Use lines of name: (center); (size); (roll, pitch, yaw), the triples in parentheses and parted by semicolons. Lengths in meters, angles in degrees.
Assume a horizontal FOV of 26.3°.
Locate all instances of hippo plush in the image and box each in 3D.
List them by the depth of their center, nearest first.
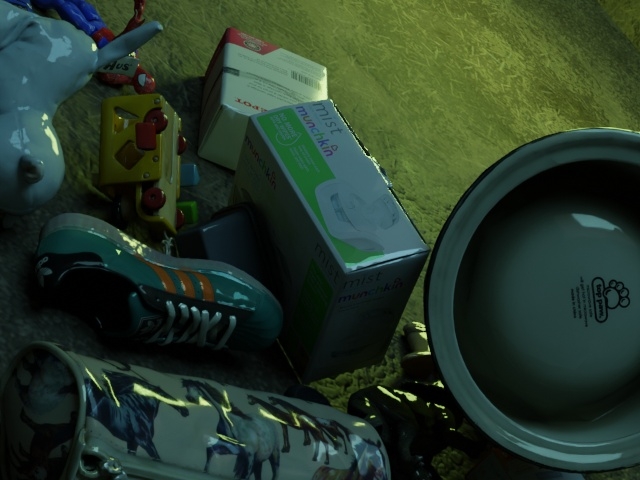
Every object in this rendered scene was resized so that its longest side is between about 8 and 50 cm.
hippo plush: (-0.363, -0.132, 1.564); (0.294, 0.234, 0.237); (12, 68, -19)

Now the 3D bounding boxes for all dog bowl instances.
dog bowl: (0.309, 0.068, 1.662); (0.408, 0.408, 0.150); (36, -2, -9)

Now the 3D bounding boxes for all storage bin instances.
storage bin: (-0.122, 0.030, 1.675); (0.091, 0.098, 0.135); (-17, 93, -46)

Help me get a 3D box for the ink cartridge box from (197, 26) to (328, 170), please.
ink cartridge box: (-0.082, -0.192, 2.017); (0.172, 0.100, 0.237); (21, 33, -15)

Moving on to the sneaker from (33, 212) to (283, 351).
sneaker: (-0.182, 0.077, 1.542); (0.302, 0.108, 0.121); (21, 34, -18)

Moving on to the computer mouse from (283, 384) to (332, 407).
computer mouse: (0.012, 0.274, 1.571); (0.071, 0.041, 0.242); (10, 47, -46)

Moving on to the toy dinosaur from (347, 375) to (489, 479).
toy dinosaur: (0.098, 0.231, 1.680); (0.313, 0.121, 0.160); (-1, 37, -45)

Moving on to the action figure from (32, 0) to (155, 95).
action figure: (-0.309, -0.328, 1.925); (0.280, 0.139, 0.091); (50, 31, 11)

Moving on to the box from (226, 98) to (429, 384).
box: (0.000, 0.000, 1.700); (0.126, 0.231, 0.262); (-14, 57, -26)

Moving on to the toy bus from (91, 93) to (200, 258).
toy bus: (-0.228, -0.080, 1.696); (0.104, 0.191, 0.202); (-3, 28, 10)

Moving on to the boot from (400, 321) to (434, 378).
boot: (0.138, 0.148, 1.896); (0.118, 0.042, 0.087); (14, 32, -41)

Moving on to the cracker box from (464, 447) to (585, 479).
cracker box: (0.307, 0.371, 1.750); (0.155, 0.067, 0.232); (3, 46, -48)

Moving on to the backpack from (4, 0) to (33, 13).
backpack: (-0.410, -0.264, 1.743); (0.098, 0.101, 0.120); (8, 45, -35)

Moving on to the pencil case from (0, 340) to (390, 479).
pencil case: (-0.112, 0.220, 1.352); (0.410, 0.160, 0.183); (19, 19, -35)
